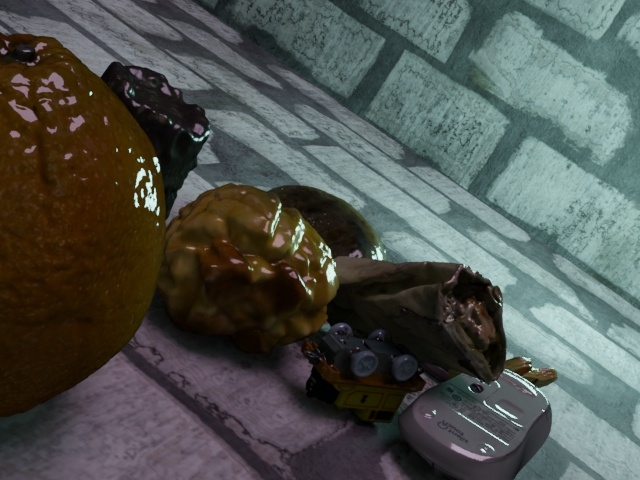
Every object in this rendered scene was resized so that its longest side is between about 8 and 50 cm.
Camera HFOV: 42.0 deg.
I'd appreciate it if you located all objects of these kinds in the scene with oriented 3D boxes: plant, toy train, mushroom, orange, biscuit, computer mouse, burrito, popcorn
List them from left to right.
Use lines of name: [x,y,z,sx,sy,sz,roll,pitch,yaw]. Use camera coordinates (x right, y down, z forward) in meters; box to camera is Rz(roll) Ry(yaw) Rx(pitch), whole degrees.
orange: [-0.306,-0.017,0.805,0.322,0.357,0.322,16,26,-8]
plant: [-0.299,-0.109,1.203,0.199,0.276,0.188,44,24,8]
popcorn: [-0.098,0.038,1.238,0.265,0.225,0.332,27,6,2]
mushroom: [0.001,-0.001,1.599,0.248,0.130,0.344,7,30,-36]
toy train: [0.058,0.196,1.206,0.219,0.127,0.089,12,18,-36]
burrito: [0.129,0.103,1.314,0.332,0.135,0.190,8,-30,50]
computer mouse: [0.231,0.288,1.259,0.184,0.121,0.297,31,30,22]
biscuit: [0.307,0.243,1.464,0.234,0.153,0.030,25,44,-47]

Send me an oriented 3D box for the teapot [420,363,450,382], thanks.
teapot: [0.246,0.171,1.533,0.116,0.146,0.148,23,20,-24]
